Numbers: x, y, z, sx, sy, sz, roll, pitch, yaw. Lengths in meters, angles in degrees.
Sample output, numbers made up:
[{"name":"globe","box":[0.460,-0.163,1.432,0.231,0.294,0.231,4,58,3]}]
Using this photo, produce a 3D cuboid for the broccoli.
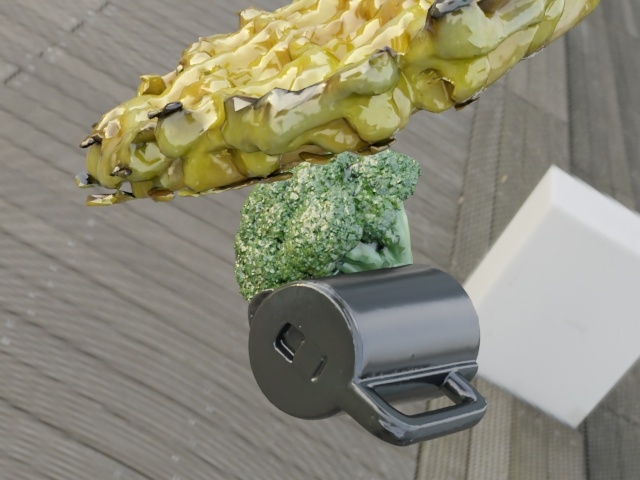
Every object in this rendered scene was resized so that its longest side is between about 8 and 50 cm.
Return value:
[{"name":"broccoli","box":[-0.002,0.000,1.821,0.321,0.413,0.310,23,-15,44]}]

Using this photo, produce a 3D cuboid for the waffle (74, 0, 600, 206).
[{"name":"waffle","box":[0.017,-0.138,0.717,0.382,0.379,0.095,-43,116,-42]}]

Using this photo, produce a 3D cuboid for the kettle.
[{"name":"kettle","box":[0.072,0.164,1.386,0.308,0.203,0.262,-1,65,-56]}]
